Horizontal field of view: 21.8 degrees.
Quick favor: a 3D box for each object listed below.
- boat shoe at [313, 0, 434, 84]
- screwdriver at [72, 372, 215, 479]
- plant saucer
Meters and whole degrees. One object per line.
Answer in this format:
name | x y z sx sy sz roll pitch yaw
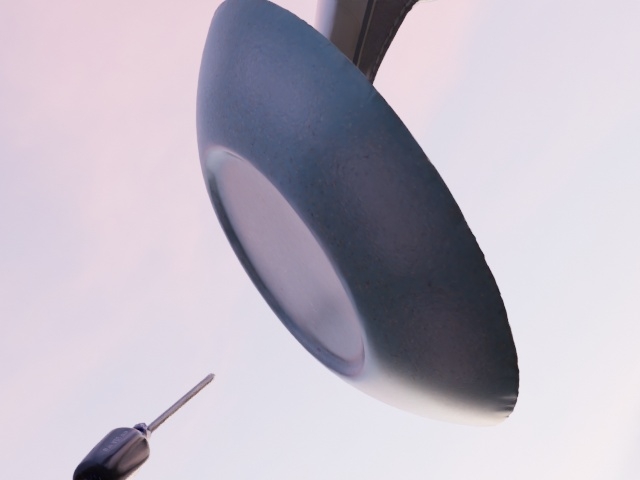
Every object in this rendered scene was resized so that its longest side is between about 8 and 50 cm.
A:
boat shoe | 0.053 -0.159 0.832 0.081 0.079 0.227 13 -60 -10
screwdriver | -0.081 0.088 0.790 0.170 0.025 0.024 -44 -67 -76
plant saucer | 0.000 0.000 0.636 0.037 0.195 0.195 -34 -39 -18
